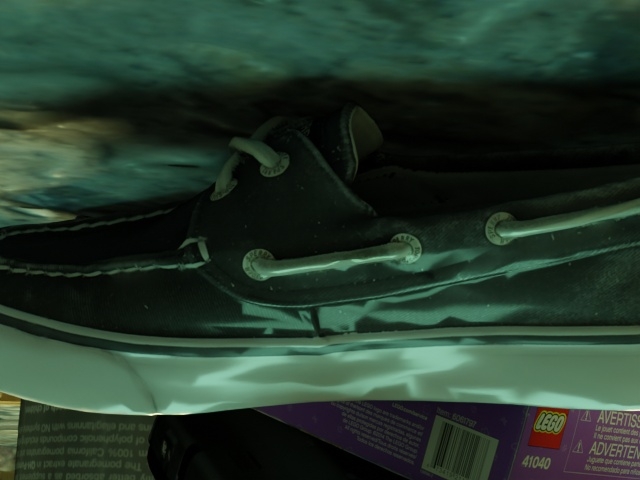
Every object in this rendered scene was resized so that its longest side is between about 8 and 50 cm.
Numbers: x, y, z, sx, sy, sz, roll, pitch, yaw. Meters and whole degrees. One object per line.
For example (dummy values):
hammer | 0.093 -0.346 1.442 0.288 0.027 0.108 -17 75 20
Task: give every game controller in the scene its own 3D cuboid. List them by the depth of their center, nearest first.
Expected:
game controller | 0.022 0.122 0.706 0.166 0.067 0.319 16 -177 -14

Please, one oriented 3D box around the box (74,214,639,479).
box | 0.040 0.059 0.764 0.293 0.057 0.201 18 -177 43

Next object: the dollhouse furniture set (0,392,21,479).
dollhouse furniture set | -0.261 0.206 1.330 0.212 0.242 0.161 1 169 7

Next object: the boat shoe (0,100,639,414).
boat shoe | 0.000 0.000 0.589 0.301 0.102 0.108 1 -159 10

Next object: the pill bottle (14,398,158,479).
pill bottle | -0.097 0.182 0.971 0.176 0.318 0.176 3 169 1
